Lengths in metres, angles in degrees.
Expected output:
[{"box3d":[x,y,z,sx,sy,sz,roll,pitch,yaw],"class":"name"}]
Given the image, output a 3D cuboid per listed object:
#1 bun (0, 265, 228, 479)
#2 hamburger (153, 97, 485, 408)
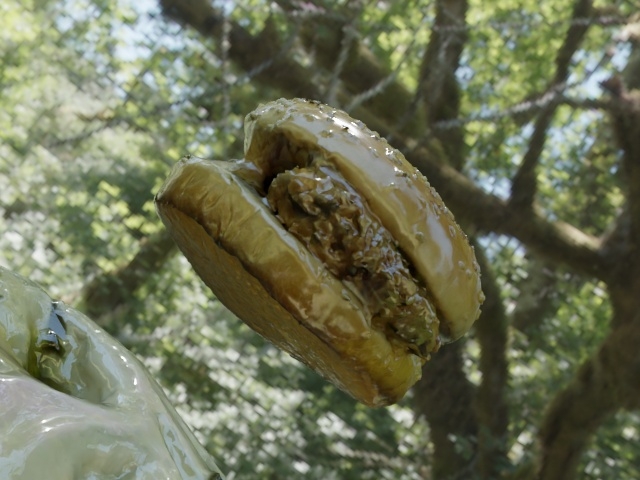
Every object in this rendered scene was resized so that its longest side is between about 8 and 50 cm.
[{"box3d":[-0.100,0.076,0.372,0.210,0.116,0.237,40,-1,19],"class":"bun"},{"box3d":[0.003,0.001,0.659,0.182,0.118,0.191,37,-8,12],"class":"hamburger"}]
